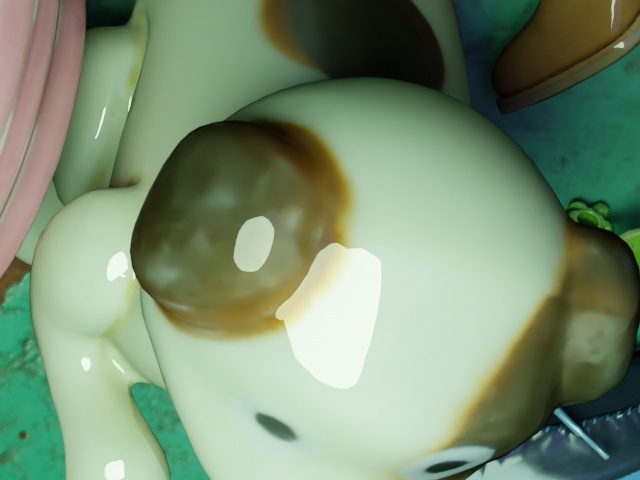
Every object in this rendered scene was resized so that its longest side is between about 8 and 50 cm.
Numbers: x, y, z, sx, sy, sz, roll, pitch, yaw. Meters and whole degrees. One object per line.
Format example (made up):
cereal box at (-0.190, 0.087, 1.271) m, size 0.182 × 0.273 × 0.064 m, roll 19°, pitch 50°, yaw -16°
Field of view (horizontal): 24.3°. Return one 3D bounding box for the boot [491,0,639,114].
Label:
boot at (0.153, -0.230, 0.919) m, size 0.220 × 0.109 × 0.283 m, roll 47°, pitch 129°, yaw 1°

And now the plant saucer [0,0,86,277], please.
plant saucer at (-0.231, -0.076, 0.841) m, size 0.084 × 0.332 × 0.332 m, roll 19°, pitch 107°, yaw -36°

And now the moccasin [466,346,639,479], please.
moccasin at (0.109, 0.123, 1.015) m, size 0.342 × 0.138 × 0.117 m, roll -18°, pitch 104°, yaw 0°

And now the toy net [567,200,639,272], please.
toy net at (0.136, 0.044, 0.961) m, size 0.232 × 0.122 × 0.045 m, roll -27°, pitch 154°, yaw -27°

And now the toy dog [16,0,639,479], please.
toy dog at (0.009, -0.012, 0.783) m, size 0.284 × 0.408 × 0.395 m, roll 26°, pitch 107°, yaw -22°
